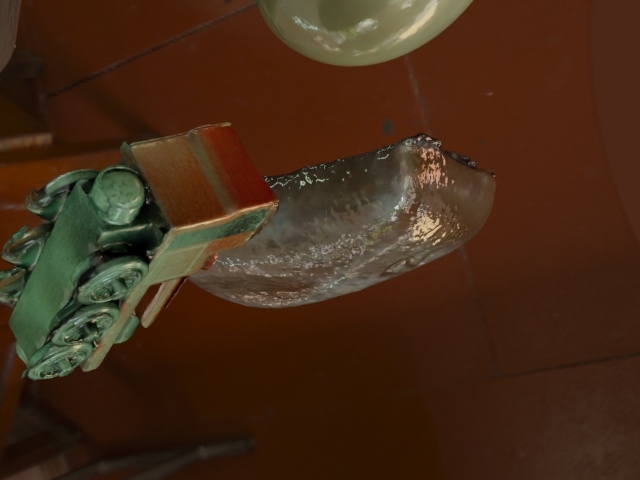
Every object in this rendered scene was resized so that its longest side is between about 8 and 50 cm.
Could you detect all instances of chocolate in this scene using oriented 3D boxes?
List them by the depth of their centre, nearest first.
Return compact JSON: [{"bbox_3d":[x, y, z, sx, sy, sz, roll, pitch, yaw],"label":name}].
[{"bbox_3d":[0.001,0.001,0.853,0.261,0.161,0.083,-13,76,35],"label":"chocolate"}]

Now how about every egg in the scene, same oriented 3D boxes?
[{"bbox_3d":[0.056,-0.259,0.994,0.254,0.188,0.188,-35,78,8],"label":"egg"}]

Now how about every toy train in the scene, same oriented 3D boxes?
[{"bbox_3d":[-0.110,0.014,0.647,0.074,0.118,0.176,60,141,19],"label":"toy train"}]

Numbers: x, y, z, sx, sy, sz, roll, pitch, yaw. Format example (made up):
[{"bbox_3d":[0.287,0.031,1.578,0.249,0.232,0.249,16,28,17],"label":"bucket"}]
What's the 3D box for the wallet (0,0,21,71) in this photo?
[{"bbox_3d":[-0.313,-0.289,1.127,0.054,0.251,0.290,10,105,-8],"label":"wallet"}]
